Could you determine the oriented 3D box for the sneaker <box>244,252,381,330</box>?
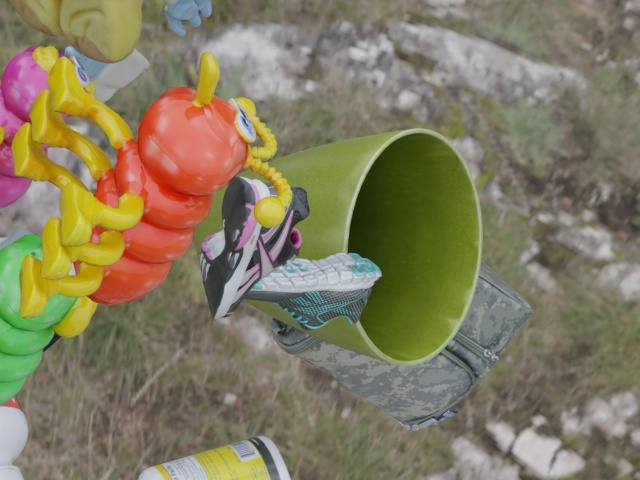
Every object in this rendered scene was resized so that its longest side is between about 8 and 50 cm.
[{"bbox_3d":[-0.016,0.058,1.442,0.166,0.076,0.065,0,25,-29],"label":"sneaker"}]

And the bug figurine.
[{"bbox_3d":[-0.099,-0.049,0.563,0.072,0.216,0.279,20,37,-30],"label":"bug figurine"}]

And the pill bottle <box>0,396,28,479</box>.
[{"bbox_3d":[-0.449,0.171,1.635,0.181,0.181,0.323,-19,69,-25],"label":"pill bottle"}]

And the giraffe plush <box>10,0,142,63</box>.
[{"bbox_3d":[-0.118,-0.243,0.931,0.181,0.210,0.170,48,53,5],"label":"giraffe plush"}]

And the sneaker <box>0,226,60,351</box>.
[{"bbox_3d":[-0.298,0.076,1.133,0.229,0.086,0.132,-38,46,1],"label":"sneaker"}]

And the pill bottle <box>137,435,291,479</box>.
[{"bbox_3d":[-0.146,0.312,1.686,0.208,0.119,0.119,-13,61,-21],"label":"pill bottle"}]

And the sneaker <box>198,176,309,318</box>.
[{"bbox_3d":[-0.056,0.012,1.298,0.077,0.178,0.072,-2,59,-22],"label":"sneaker"}]

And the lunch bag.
[{"bbox_3d":[0.104,0.102,1.983,0.305,0.256,0.212,34,9,-34],"label":"lunch bag"}]

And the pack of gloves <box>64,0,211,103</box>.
[{"bbox_3d":[-0.186,-0.237,1.491,0.195,0.232,0.046,-40,85,-6],"label":"pack of gloves"}]

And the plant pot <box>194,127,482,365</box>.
[{"bbox_3d":[0.000,0.000,1.741,0.293,0.275,0.275,4,43,39],"label":"plant pot"}]
